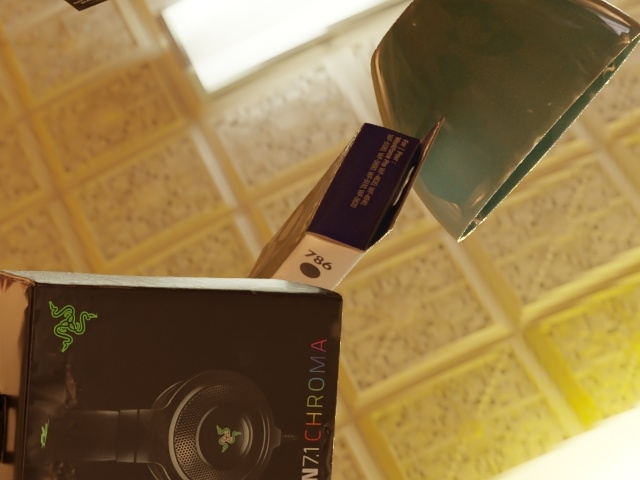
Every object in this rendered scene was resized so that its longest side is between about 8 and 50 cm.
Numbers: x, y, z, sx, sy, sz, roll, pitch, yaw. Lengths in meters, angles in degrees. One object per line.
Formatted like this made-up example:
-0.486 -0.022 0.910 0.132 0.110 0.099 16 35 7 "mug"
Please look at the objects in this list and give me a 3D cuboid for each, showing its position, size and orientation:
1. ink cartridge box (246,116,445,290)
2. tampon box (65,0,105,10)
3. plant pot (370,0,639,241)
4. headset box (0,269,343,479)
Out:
0.000 0.000 1.943 0.333 0.065 0.165 -48 -169 49 "ink cartridge box"
-0.192 -0.307 1.722 0.120 0.101 0.161 -14 -126 37 "tampon box"
0.167 -0.170 2.020 0.195 0.290 0.290 42 -112 6 "plant pot"
-0.142 0.151 1.581 0.283 0.246 0.131 4 -178 -24 "headset box"
